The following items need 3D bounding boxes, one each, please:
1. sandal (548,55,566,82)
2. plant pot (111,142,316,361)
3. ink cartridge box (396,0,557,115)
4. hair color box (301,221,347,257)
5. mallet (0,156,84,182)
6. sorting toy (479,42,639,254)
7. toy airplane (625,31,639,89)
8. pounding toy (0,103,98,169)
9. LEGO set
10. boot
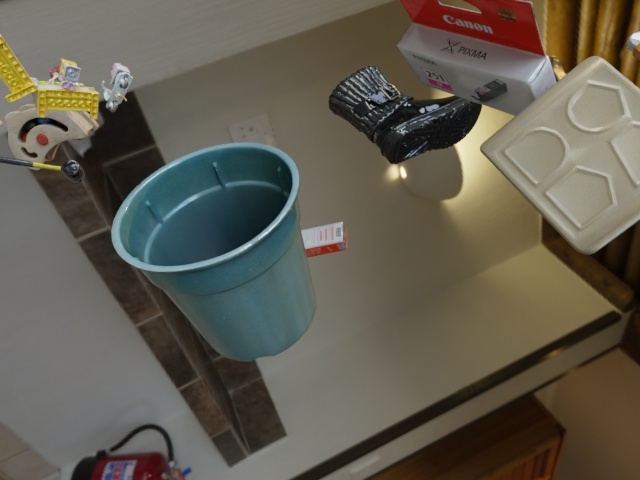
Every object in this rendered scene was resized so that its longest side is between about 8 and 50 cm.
[{"bbox_3d":[0.667,-0.427,1.416,0.040,0.067,0.179,-32,-113,58],"label":"sandal"},{"bbox_3d":[-0.165,0.044,0.994,0.341,0.341,0.334,54,-13,47],"label":"plant pot"},{"bbox_3d":[0.242,-0.313,0.839,0.275,0.060,0.239,35,4,38],"label":"ink cartridge box"},{"bbox_3d":[0.000,0.000,1.375,0.043,0.141,0.071,57,28,-49],"label":"hair color box"},{"bbox_3d":[-0.618,-0.162,1.113,0.062,0.190,0.039,117,-21,-78],"label":"mallet"},{"bbox_3d":[0.418,-0.153,0.715,0.229,0.307,0.041,54,9,24],"label":"sorting toy"},{"bbox_3d":[0.787,-0.282,1.057,0.386,0.384,0.272,27,-23,32],"label":"toy airplane"},{"bbox_3d":[-0.715,-0.253,1.270,0.154,0.270,0.154,-86,164,-59],"label":"pounding toy"},{"bbox_3d":[-0.461,-0.285,0.812,0.107,0.132,0.287,44,15,35],"label":"LEGO set"},{"bbox_3d":[0.222,-0.350,1.309,0.260,0.348,0.131,50,-33,31],"label":"boot"}]
